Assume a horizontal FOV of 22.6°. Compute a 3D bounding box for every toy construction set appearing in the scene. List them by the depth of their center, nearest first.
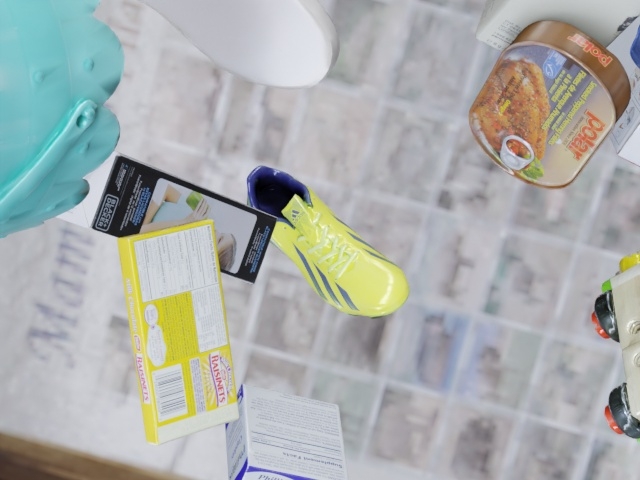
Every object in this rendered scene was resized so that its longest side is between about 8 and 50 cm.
[{"bbox_3d":[0.352,0.119,1.432,0.151,0.215,0.327,-43,36,22],"label":"toy construction set"}]

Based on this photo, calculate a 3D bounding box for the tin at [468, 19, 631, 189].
[{"bbox_3d":[0.184,-0.107,1.287,0.040,0.106,0.189,-47,-7,-25],"label":"tin"}]

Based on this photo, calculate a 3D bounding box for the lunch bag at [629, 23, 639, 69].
[{"bbox_3d":[0.269,-0.146,1.141,0.065,0.067,0.098,-39,-12,-9],"label":"lunch bag"}]

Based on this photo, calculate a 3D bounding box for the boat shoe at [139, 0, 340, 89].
[{"bbox_3d":[-0.113,-0.285,1.619,0.127,0.340,0.158,-61,-4,35],"label":"boat shoe"}]

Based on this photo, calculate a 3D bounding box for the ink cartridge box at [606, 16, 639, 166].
[{"bbox_3d":[0.466,-0.149,1.892,0.130,0.272,0.309,-60,13,21],"label":"ink cartridge box"}]

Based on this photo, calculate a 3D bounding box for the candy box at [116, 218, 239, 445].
[{"bbox_3d":[-0.138,0.088,1.573,0.105,0.027,0.205,-14,-79,-42],"label":"candy box"}]

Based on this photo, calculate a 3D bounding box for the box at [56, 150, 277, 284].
[{"bbox_3d":[-0.203,-0.039,1.800,0.290,0.169,0.087,22,-93,-52],"label":"box"}]

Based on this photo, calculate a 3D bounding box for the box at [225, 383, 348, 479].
[{"bbox_3d":[-0.041,0.248,1.862,0.137,0.126,0.072,-97,27,-51],"label":"box"}]

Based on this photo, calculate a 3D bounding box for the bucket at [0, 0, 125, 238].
[{"bbox_3d":[-0.289,-0.107,1.046,0.183,0.281,0.281,-25,-42,-49],"label":"bucket"}]

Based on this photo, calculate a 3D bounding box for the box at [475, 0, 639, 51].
[{"bbox_3d":[0.223,-0.236,1.213,0.113,0.094,0.275,-69,10,-25],"label":"box"}]

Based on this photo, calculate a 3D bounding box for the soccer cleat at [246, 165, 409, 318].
[{"bbox_3d":[-0.001,0.001,2.053,0.093,0.289,0.121,-41,-39,-12],"label":"soccer cleat"}]
